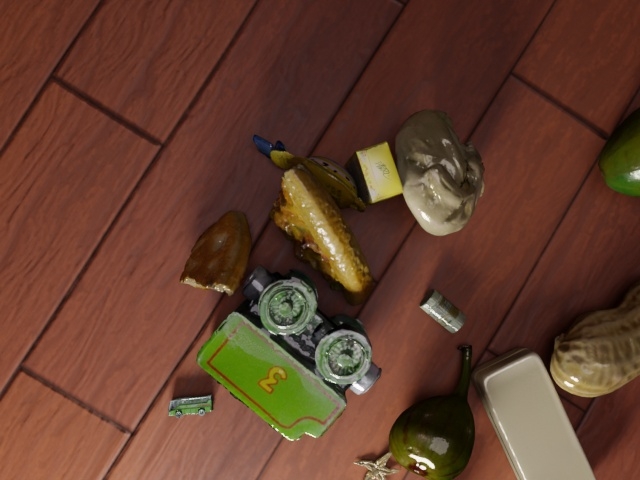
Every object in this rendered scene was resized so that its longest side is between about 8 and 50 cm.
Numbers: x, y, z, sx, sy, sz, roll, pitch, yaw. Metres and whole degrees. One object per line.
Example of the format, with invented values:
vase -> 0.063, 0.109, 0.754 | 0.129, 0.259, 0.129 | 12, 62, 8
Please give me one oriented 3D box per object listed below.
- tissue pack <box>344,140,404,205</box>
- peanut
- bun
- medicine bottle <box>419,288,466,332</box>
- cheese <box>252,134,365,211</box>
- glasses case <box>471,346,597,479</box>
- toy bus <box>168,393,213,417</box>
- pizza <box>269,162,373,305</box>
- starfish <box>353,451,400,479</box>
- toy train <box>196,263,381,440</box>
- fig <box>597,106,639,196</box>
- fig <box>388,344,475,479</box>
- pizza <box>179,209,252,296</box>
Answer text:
tissue pack -> 0.096, -0.116, 1.094 | 0.062, 0.176, 0.095 | -18, 90, -5
peanut -> 0.582, 0.181, 1.145 | 0.325, 0.140, 0.153 | -36, 49, -11
bun -> 0.229, -0.129, 1.089 | 0.116, 0.210, 0.237 | -12, 84, 38
medicine bottle -> 0.239, 0.138, 1.164 | 0.083, 0.047, 0.047 | 41, 87, -3
cheese -> -0.020, -0.127, 1.106 | 0.250, 0.156, 0.064 | 31, 79, 12
glasses case -> 0.417, 0.374, 1.160 | 0.131, 0.070, 0.313 | -25, 90, -4
toy bus -> -0.247, 0.316, 1.137 | 0.083, 0.031, 0.037 | -5, 82, -4
pizza -> 0.013, 0.003, 1.040 | 0.087, 0.268, 0.258 | -42, 88, -13
starfish -> 0.111, 0.445, 1.166 | 0.086, 0.016, 0.092 | 37, 92, -4
toy train -> -0.051, 0.206, 1.086 | 0.307, 0.173, 0.249 | 40, 93, -2
fig -> 0.633, -0.168, 1.139 | 0.191, 0.181, 0.181 | -26, 91, 18
fig -> 0.241, 0.331, 1.145 | 0.151, 0.151, 0.259 | 39, 60, -2
pizza -> -0.196, 0.043, 1.108 | 0.161, 0.182, 0.062 | -27, 134, 13
